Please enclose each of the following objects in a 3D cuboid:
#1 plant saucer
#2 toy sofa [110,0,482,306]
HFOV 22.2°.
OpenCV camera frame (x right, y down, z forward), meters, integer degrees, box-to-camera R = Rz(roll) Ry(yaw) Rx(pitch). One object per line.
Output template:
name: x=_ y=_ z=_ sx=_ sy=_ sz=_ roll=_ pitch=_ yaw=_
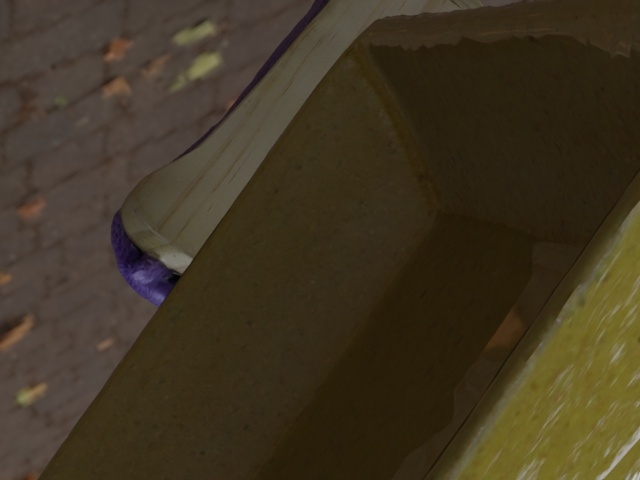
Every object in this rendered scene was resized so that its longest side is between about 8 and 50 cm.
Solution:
plant saucer: x=-0.012 y=0.087 z=0.469 sx=0.333 sy=0.081 sz=0.333 roll=-55 pitch=-166 yaw=-3
toy sofa: x=0.000 y=0.000 z=0.832 sx=0.150 sy=0.177 sz=0.362 roll=-47 pitch=-173 yaw=36
